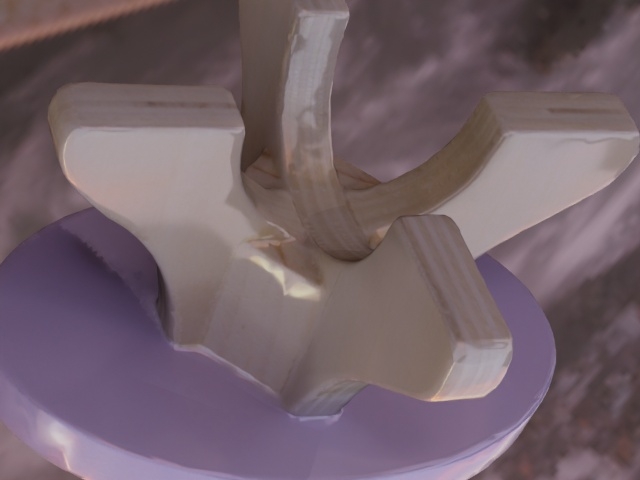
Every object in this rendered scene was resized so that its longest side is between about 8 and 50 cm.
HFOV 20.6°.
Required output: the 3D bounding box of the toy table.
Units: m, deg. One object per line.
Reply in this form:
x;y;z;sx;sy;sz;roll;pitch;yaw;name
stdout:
0.000;0.000;0.752;0.274;0.252;0.161;-11;143;-33;toy table
